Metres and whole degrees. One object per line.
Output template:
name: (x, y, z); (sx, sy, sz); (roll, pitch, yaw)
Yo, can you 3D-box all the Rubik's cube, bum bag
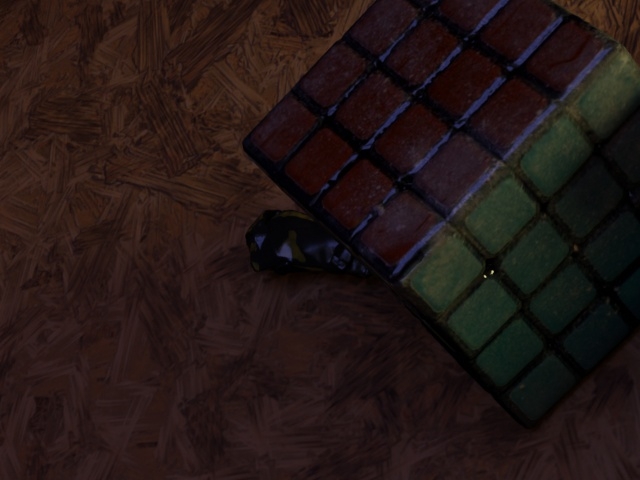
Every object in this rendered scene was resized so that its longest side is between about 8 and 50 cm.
Rubik's cube: (0.187, -0.068, 2.069); (0.344, 0.337, 0.344); (-45, 42, 2)
bum bag: (0.000, 0.000, 2.363); (0.232, 0.060, 0.106); (-2, 49, 34)
